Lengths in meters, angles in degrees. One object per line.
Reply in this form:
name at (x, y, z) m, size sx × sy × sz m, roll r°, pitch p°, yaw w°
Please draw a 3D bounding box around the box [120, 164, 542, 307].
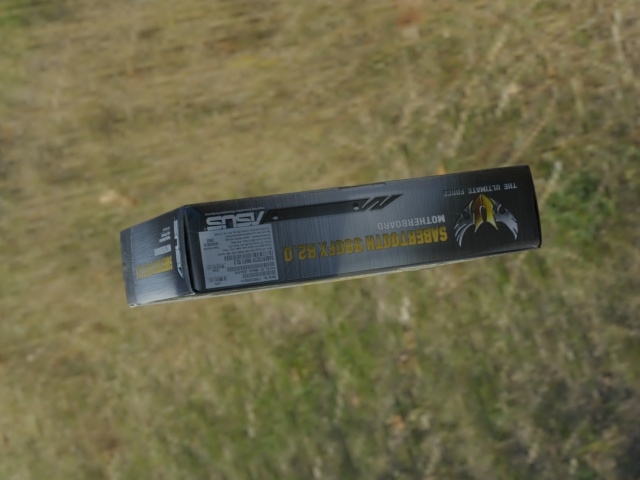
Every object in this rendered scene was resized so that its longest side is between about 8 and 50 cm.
box at (0.000, 0.000, 1.042) m, size 0.183 × 0.231 × 0.056 m, roll 164°, pitch 99°, yaw -70°
